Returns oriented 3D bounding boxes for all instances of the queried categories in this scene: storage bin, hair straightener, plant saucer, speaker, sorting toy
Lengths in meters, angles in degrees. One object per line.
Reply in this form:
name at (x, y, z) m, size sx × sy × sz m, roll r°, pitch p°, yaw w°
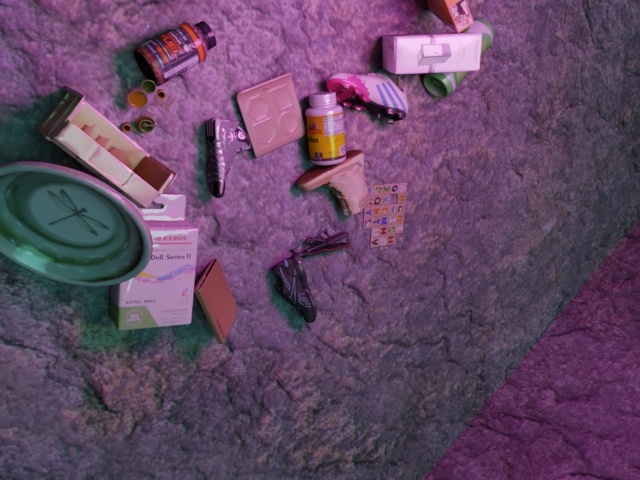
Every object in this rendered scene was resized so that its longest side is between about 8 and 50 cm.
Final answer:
storage bin at (-0.504, -0.216, 1.255) m, size 0.123 × 0.260 × 0.262 m, roll -51°, pitch 127°, yaw -7°
hair straightener at (0.000, 0.000, 1.826) m, size 0.231 × 0.047 × 0.089 m, roll -13°, pitch 112°, yaw -27°
plant saucer at (-0.588, -0.049, 1.252) m, size 0.400 × 0.401 × 0.100 m, roll 47°, pitch 32°, yaw -36°
speaker at (0.497, -0.655, 1.913) m, size 0.296 × 0.131 × 0.131 m, roll -51°, pitch 127°, yaw -12°
sorting toy at (-0.147, -0.376, 1.602) m, size 0.193 × 0.038 × 0.208 m, roll -30°, pitch 124°, yaw -25°

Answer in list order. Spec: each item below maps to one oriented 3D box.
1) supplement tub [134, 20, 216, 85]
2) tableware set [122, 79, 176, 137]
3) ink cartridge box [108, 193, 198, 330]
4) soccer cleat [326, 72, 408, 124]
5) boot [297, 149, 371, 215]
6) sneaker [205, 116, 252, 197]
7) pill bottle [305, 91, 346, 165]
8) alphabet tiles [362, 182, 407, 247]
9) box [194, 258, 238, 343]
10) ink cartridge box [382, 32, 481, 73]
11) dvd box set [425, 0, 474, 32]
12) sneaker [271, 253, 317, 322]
supplement tub at (-0.365, -0.486, 1.363) m, size 0.198 × 0.106 × 0.106 m, roll -39°, pitch 123°, yaw -20°
tableware set at (-0.449, -0.333, 1.361) m, size 0.154 × 0.024 × 0.104 m, roll -43°, pitch 131°, yaw 19°
ink cartridge box at (-0.455, 0.054, 1.459) m, size 0.207 × 0.119 × 0.353 m, roll -1°, pitch 105°, yaw -32°
soccer cleat at (0.154, -0.495, 1.745) m, size 0.331 × 0.116 × 0.143 m, roll 15°, pitch 73°, yaw -36°
boot at (0.055, -0.166, 1.777) m, size 0.262 × 0.095 × 0.203 m, roll -31°, pitch 122°, yaw -29°
sneaker at (-0.254, -0.238, 1.536) m, size 0.132 × 0.086 × 0.228 m, roll -9°, pitch 109°, yaw -36°
pill bottle at (0.015, -0.351, 1.670) m, size 0.117 × 0.117 × 0.214 m, roll -19°, pitch 115°, yaw -30°
alphabet tiles at (0.238, -0.093, 1.982) m, size 0.198 × 0.009 × 0.237 m, roll -9°, pitch 109°, yaw -34°
box at (-0.308, 0.182, 1.604) m, size 0.021 × 0.164 × 0.201 m, roll -10°, pitch 118°, yaw 14°
ink cartridge box at (0.348, -0.604, 1.713) m, size 0.273 × 0.198 × 0.114 m, roll -4°, pitch 112°, yaw -4°
dvd box set at (0.315, -0.864, 1.616) m, size 0.062 × 0.307 × 0.420 m, roll -30°, pitch 126°, yaw 12°
sneaker at (-0.085, 0.170, 1.798) m, size 0.106 × 0.101 × 0.267 m, roll -20°, pitch 116°, yaw -8°
